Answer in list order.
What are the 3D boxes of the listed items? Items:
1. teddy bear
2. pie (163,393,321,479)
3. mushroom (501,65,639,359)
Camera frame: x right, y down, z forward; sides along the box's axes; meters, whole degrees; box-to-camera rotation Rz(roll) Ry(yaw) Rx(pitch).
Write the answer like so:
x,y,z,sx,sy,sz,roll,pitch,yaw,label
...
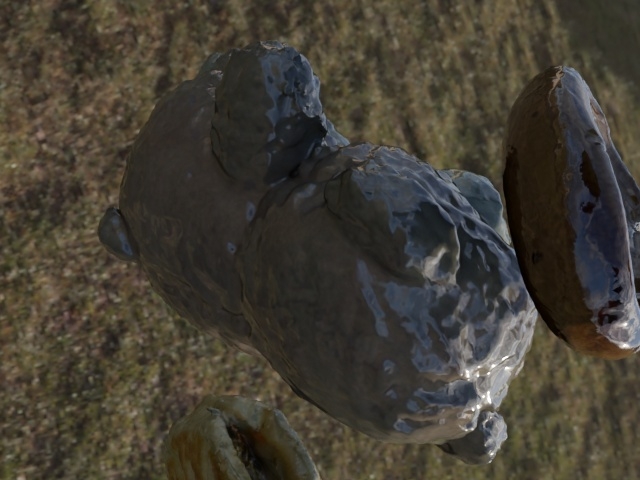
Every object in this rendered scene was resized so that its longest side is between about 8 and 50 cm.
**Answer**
x,y,z,sx,sy,sz,roll,pitch,yaw,label
-0.001,0.000,0.536,0.151,0.267,0.236,-46,133,-25,teddy bear
-0.050,0.221,0.797,0.084,0.179,0.205,-24,70,-28,pie
0.104,-0.011,0.404,0.123,0.052,0.123,-16,90,-69,mushroom
